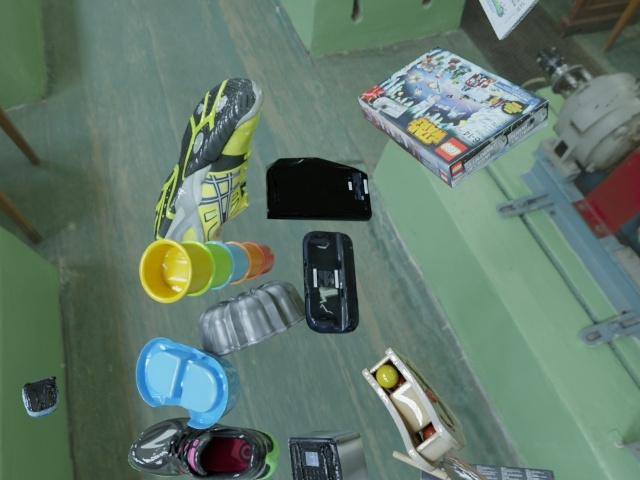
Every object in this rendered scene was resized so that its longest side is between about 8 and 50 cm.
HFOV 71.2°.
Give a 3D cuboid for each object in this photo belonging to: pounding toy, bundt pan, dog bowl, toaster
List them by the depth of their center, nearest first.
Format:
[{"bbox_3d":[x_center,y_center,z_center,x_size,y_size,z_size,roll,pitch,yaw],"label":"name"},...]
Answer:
[{"bbox_3d":[0.164,0.352,0.828,0.155,0.154,0.270,-43,62,9],"label":"pounding toy"},{"bbox_3d":[0.021,0.547,1.068,0.110,0.185,0.168,6,69,-45],"label":"toaster"},{"bbox_3d":[-0.322,0.341,1.096,0.297,0.074,0.166,12,87,29],"label":"dog bowl"},{"bbox_3d":[-0.198,0.206,1.271,0.330,0.331,0.124,-21,91,-14],"label":"bundt pan"}]

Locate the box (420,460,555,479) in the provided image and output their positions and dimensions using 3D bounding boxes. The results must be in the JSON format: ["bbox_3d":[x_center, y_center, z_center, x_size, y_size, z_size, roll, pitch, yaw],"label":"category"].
[{"bbox_3d":[0.524,0.862,1.400,0.394,0.319,0.097,-5,18,17],"label":"box"}]

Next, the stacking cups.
[{"bbox_3d":[-0.177,0.049,0.799,0.095,0.316,0.096,-1,88,19],"label":"stacking cups"}]

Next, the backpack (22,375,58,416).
[{"bbox_3d":[-0.958,0.546,1.535,0.104,0.084,0.114,-9,51,-35],"label":"backpack"}]

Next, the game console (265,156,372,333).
[{"bbox_3d":[0.000,0.000,0.875,0.213,0.044,0.362,1,69,-13],"label":"game console"}]

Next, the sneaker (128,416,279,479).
[{"bbox_3d":[-0.371,0.633,1.371,0.482,0.202,0.186,-5,62,10],"label":"sneaker"}]

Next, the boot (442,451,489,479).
[{"bbox_3d":[0.245,0.419,0.640,0.219,0.082,0.106,39,77,23],"label":"boot"}]

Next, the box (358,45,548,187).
[{"bbox_3d":[0.106,-0.112,0.384,0.093,0.027,0.137,-34,47,-3],"label":"box"}]

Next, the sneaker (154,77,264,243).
[{"bbox_3d":[-0.195,-0.136,0.859,0.147,0.385,0.145,15,42,-32],"label":"sneaker"}]

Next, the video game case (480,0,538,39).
[{"bbox_3d":[0.321,-0.462,0.791,0.019,0.143,0.157,-25,87,-5],"label":"video game case"}]
